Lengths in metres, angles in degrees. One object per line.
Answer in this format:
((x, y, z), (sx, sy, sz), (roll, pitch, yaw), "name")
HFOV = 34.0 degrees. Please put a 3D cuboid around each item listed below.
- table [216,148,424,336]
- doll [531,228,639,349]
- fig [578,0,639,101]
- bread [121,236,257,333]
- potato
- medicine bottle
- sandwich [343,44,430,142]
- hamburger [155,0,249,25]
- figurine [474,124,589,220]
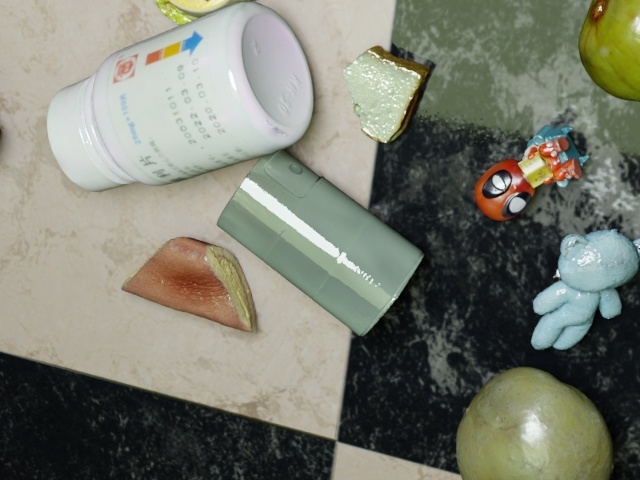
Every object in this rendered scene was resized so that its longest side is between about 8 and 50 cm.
((0.000, 0.000, 1.242), (0.220, 0.126, 0.126), (37, 117, 2), "table")
((0.297, 0.051, 1.203), (0.120, 0.075, 0.180), (2, 140, -22), "doll")
((0.359, -0.209, 1.049), (0.186, 0.148, 0.142), (-1, 98, -21), "fig")
((-0.161, 0.045, 1.345), (0.192, 0.067, 0.119), (20, 123, 12), "bread")
((0.254, 0.257, 1.243), (0.178, 0.160, 0.235), (24, 140, 51), "potato")
((-0.167, -0.155, 1.209), (0.292, 0.170, 0.170), (-13, 105, 29), "medicine bottle")
((0.067, -0.168, 1.205), (0.093, 0.036, 0.105), (22, 117, 8), "sandwich")
((-0.132, -0.309, 1.195), (0.126, 0.081, 0.141), (20, 103, 8), "hamburger")
((0.228, -0.073, 1.169), (0.140, 0.075, 0.068), (-31, 100, 36), "figurine")
